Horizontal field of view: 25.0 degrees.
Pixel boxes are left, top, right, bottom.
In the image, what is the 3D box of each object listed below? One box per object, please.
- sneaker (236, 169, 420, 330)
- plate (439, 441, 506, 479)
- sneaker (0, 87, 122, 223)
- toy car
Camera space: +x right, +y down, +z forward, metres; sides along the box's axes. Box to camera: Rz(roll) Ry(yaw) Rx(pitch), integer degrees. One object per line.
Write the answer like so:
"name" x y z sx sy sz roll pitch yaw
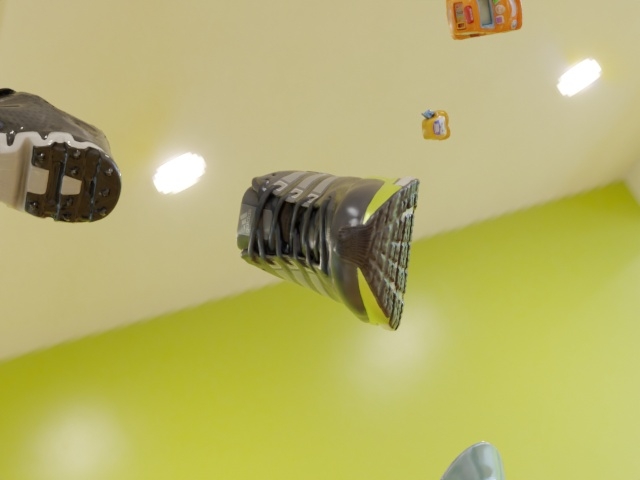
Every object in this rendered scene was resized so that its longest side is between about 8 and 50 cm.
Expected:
"sneaker" 0.000 0.000 1.045 0.121 0.111 0.300 7 0 -4
"plate" 0.132 0.275 1.301 0.188 0.024 0.188 -28 -56 -50
"sneaker" -0.260 -0.073 1.065 0.234 0.106 0.078 11 -66 -8
"toy car" 0.105 -0.123 1.023 0.040 0.060 0.122 -20 -59 -58
